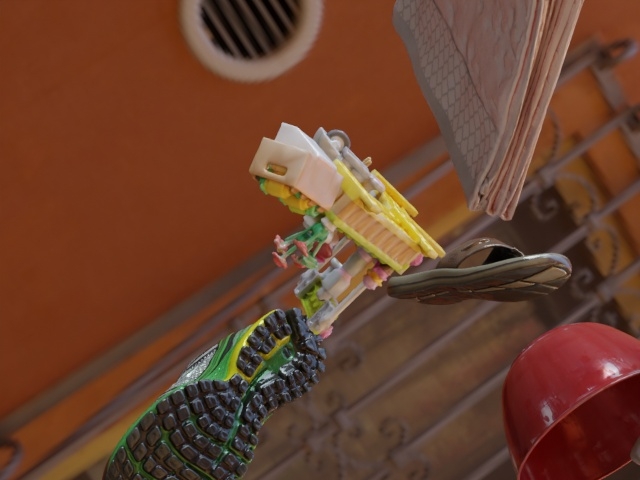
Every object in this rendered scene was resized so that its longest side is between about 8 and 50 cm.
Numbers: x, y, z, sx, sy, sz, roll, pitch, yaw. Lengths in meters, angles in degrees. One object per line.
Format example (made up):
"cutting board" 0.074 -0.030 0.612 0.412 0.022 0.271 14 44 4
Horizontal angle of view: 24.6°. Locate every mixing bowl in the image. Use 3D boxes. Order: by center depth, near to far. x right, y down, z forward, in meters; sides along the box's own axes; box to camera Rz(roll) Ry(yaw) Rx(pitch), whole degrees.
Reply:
"mixing bowl" 0.232 0.139 1.330 0.098 0.181 0.181 58 -7 33

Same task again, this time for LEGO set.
"LEGO set" 0.000 0.000 0.989 0.132 0.107 0.287 46 8 0

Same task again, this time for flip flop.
"flip flop" 0.211 0.038 2.004 0.277 0.080 0.112 -9 -23 42

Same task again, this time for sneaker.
"sneaker" -0.136 0.217 1.758 0.146 0.343 0.134 -25 -80 48

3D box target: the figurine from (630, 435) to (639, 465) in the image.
"figurine" 0.405 0.182 1.299 0.209 0.215 0.092 37 -15 -17

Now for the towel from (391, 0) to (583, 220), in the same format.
"towel" 0.144 -0.238 1.328 0.332 0.053 0.317 -106 -160 -44
